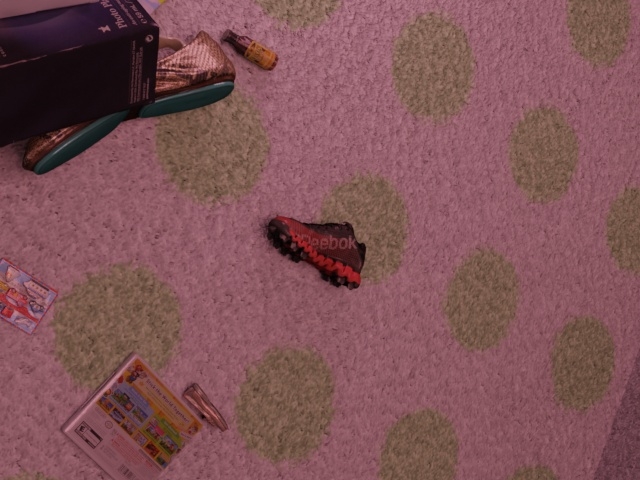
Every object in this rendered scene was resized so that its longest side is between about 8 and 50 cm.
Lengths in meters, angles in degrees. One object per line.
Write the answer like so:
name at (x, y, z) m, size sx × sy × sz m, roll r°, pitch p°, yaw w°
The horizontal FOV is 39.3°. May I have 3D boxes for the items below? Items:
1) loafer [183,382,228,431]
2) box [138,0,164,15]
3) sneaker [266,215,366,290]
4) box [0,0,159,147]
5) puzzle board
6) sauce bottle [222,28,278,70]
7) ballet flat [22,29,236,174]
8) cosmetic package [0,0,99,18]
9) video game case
loafer at (-0.243, 0.358, 1.894) m, size 0.039 × 0.045 × 0.125 m, roll -35°, pitch 106°, yaw -8°
box at (-0.354, -0.495, 1.745) m, size 0.109 × 0.042 × 0.178 m, roll 48°, pitch 69°, yaw -26°
sneaker at (0.000, 0.000, 1.987) m, size 0.276 × 0.097 × 0.135 m, roll 32°, pitch 77°, yaw -33°
box at (-0.471, -0.345, 1.510) m, size 0.294 × 0.296 × 0.183 m, roll -24°, pitch 149°, yaw -29°
puzzle board at (-0.566, 0.106, 1.674) m, size 0.128 × 0.011 × 0.096 m, roll 39°, pitch 73°, yaw -30°
sauce bottle at (-0.149, -0.403, 1.889) m, size 0.128 × 0.042 × 0.042 m, roll 23°, pitch 81°, yaw -32°
ballet flat at (-0.382, -0.286, 1.698) m, size 0.482 × 0.164 × 0.182 m, roll -30°, pitch 88°, yaw -34°
cosmetic package at (-0.562, -0.495, 1.431) m, size 0.284 × 0.377 × 0.097 m, roll -19°, pitch 144°, yaw -33°
video game case at (-0.375, 0.376, 1.814) m, size 0.206 × 0.026 × 0.227 m, roll -48°, pitch 116°, yaw -21°
